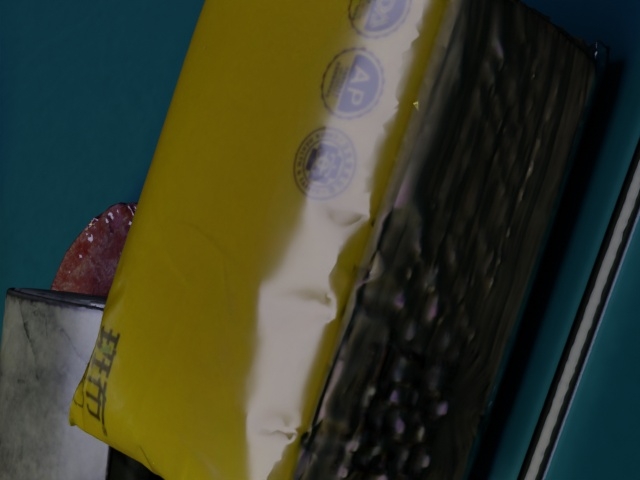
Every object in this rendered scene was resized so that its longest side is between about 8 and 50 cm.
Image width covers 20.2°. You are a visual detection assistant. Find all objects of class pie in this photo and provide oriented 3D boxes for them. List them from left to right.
[{"bbox_3d":[-0.111,0.052,1.038,0.154,0.036,0.154,-16,67,43],"label":"pie"}]

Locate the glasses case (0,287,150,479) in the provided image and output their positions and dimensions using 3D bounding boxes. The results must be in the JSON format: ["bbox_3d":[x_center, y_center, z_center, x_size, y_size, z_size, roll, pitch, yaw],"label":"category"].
[{"bbox_3d":[-0.145,0.179,0.982,0.114,0.060,0.299,6,90,42],"label":"glasses case"}]

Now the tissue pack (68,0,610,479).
[{"bbox_3d":[0.000,0.000,0.854,0.192,0.134,0.271,20,92,51],"label":"tissue pack"}]
